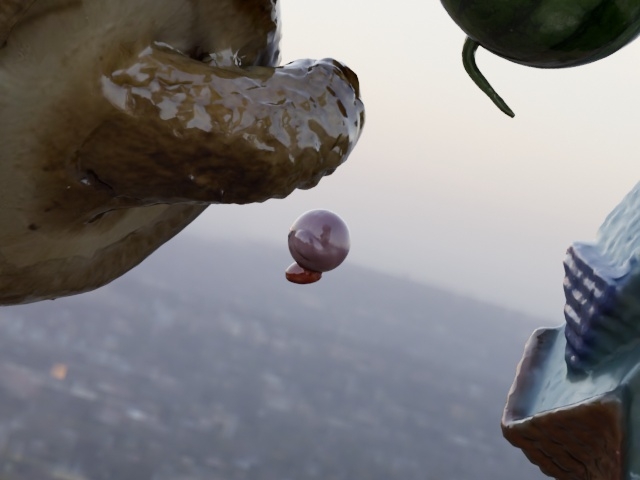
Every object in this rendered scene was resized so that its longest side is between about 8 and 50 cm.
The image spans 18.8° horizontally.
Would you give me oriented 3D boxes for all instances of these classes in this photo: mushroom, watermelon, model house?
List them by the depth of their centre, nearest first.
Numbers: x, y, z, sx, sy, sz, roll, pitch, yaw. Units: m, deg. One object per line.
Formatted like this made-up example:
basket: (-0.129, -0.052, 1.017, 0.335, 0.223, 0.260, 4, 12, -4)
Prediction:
mushroom: (-0.168, -0.104, 1.204, 0.345, 0.345, 0.239, 17, 12, -28)
model house: (0.261, 0.145, 1.361, 0.295, 0.329, 0.251, 41, 11, -22)
watermelon: (0.160, -0.208, 1.364, 0.188, 0.214, 0.188, 30, 33, -22)

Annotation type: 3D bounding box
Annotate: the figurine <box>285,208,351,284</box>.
figurine: (0.000, 0.000, 2.056, 0.067, 0.071, 0.083, 12, 40, 18)
